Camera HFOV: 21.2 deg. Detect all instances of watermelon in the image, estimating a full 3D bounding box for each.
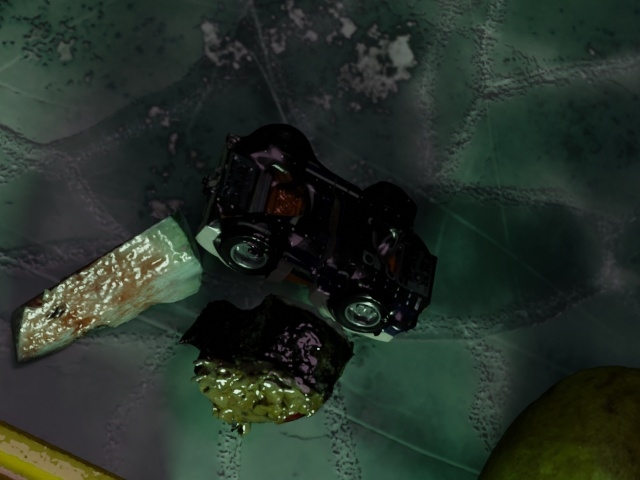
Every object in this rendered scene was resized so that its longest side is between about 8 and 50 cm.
[{"bbox_3d":[-0.243,0.054,1.900,0.241,0.154,0.094,-29,85,-7],"label":"watermelon"}]

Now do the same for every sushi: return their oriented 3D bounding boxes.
[{"bbox_3d":[-0.068,0.134,1.870,0.147,0.212,0.115,44,61,-22],"label":"sushi"}]

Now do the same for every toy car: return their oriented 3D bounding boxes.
[{"bbox_3d":[0.000,0.002,1.963,0.301,0.118,0.193,30,45,-19],"label":"toy car"}]

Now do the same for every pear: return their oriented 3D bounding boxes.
[{"bbox_3d":[0.313,0.351,1.867,0.352,0.352,0.413,12,75,-13],"label":"pear"}]

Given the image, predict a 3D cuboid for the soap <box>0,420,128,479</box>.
[{"bbox_3d":[-0.330,0.312,1.815,0.324,0.096,0.204,28,70,-7],"label":"soap"}]
